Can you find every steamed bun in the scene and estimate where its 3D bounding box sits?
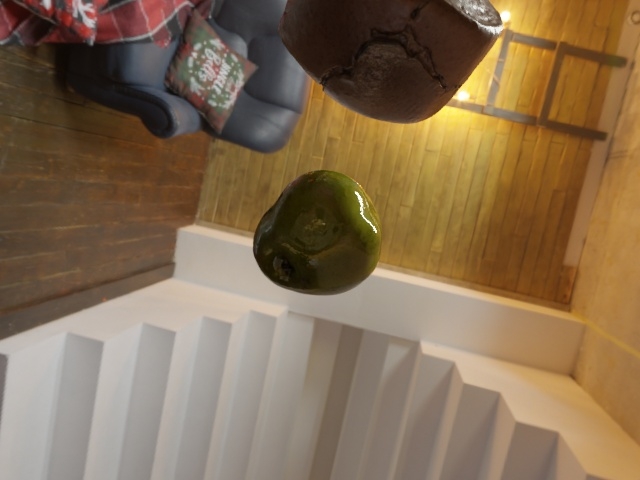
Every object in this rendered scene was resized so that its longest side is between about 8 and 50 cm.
[{"bbox_3d":[0.097,-0.299,0.682,0.251,0.301,0.199,-52,-163,39],"label":"steamed bun"}]

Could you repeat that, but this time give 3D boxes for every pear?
[{"bbox_3d":[0.000,0.000,0.335,0.097,0.092,0.092,-33,154,-18],"label":"pear"}]
